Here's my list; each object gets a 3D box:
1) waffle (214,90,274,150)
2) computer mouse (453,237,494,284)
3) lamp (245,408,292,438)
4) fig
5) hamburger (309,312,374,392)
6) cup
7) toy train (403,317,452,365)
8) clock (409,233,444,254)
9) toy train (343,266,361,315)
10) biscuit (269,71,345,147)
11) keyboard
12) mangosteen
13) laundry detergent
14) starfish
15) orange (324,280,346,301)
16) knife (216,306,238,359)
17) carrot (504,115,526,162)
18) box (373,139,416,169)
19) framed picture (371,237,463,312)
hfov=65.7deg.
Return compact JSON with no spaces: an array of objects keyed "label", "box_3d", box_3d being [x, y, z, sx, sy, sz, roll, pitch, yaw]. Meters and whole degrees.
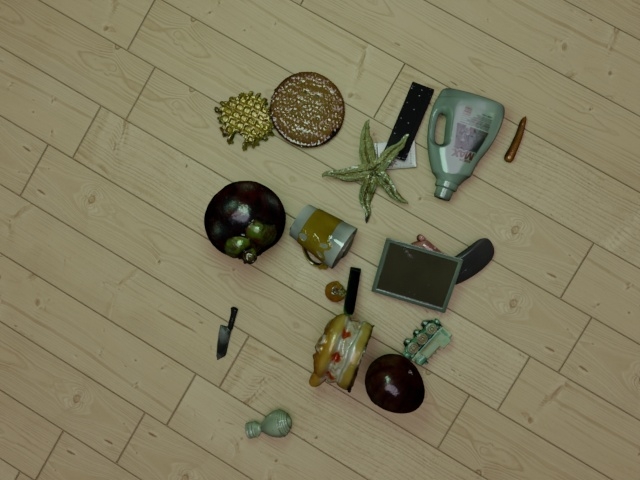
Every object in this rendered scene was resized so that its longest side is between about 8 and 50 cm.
[{"label":"waffle","box_3d":[-0.296,-0.483,1.980,0.231,0.051,0.229,-24,86,3]},{"label":"computer mouse","box_3d":[0.565,0.084,1.893,0.232,0.057,0.120,-35,122,3]},{"label":"lamp","box_3d":[-0.202,0.734,1.957,0.192,0.106,0.106,-20,89,14]},{"label":"fig","box_3d":[0.272,0.541,1.848,0.214,0.235,0.235,-42,87,3]},{"label":"hamburger","box_3d":[0.069,0.424,1.862,0.186,0.261,0.303,18,117,8]},{"label":"cup","box_3d":[0.000,0.000,1.911,0.226,0.185,0.241,33,124,9]},{"label":"toy train","box_3d":[0.411,0.396,1.915,0.125,0.081,0.194,42,92,-1]},{"label":"clock","box_3d":[0.385,0.077,1.909,0.166,0.093,0.162,41,96,3]},{"label":"toy train","box_3d":[0.119,0.202,1.900,0.044,0.042,0.209,10,56,5]},{"label":"biscuit","box_3d":[-0.052,-0.515,1.954,0.305,0.038,0.306,0,89,-3]},{"label":"keyboard","box_3d":[0.347,-0.464,1.926,0.100,0.018,0.310,22,85,7]},{"label":"mangosteen","box_3d":[-0.266,-0.049,1.838,0.306,0.306,0.360,-33,62,4]},{"label":"laundry detergent","box_3d":[0.511,-0.353,1.884,0.263,0.125,0.398,20,94,3]},{"label":"starfish","box_3d":[0.215,-0.265,1.897,0.357,0.078,0.347,-37,97,18]},{"label":"orange","box_3d":[0.057,0.203,1.948,0.086,0.062,0.086,0,91,7]},{"label":"knife","box_3d":[-0.386,0.377,2.006,0.060,0.028,0.231,16,94,16]},{"label":"carrot","box_3d":[0.756,-0.389,1.908,0.037,0.037,0.190,23,88,4]},{"label":"box","box_3d":[0.275,-0.333,1.945,0.198,0.029,0.109,-4,90,4]},{"label":"framed picture","box_3d":[0.362,0.131,1.876,0.296,0.019,0.232,17,110,8]}]
